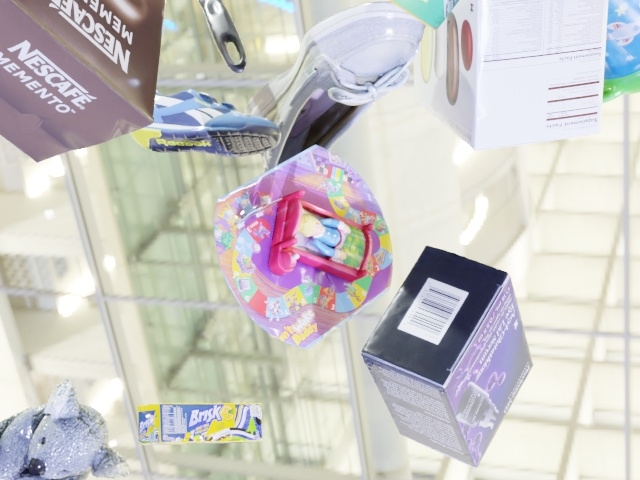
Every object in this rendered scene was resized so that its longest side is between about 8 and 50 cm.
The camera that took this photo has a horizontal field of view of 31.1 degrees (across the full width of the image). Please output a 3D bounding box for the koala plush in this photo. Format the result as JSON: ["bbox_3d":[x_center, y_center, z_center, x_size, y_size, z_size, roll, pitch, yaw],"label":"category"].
[{"bbox_3d":[-0.390,0.306,1.720,0.221,0.196,0.203,-35,179,43],"label":"koala plush"}]

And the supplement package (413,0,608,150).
[{"bbox_3d":[0.198,-0.230,1.242,0.149,0.203,0.194,-9,-155,-13],"label":"supplement package"}]

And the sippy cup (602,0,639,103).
[{"bbox_3d":[0.362,-0.339,1.434,0.240,0.224,0.305,-25,-142,48],"label":"sippy cup"}]

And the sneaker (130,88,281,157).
[{"bbox_3d":[-0.107,-0.116,1.095,0.144,0.053,0.059,6,-116,6],"label":"sneaker"}]

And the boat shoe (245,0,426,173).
[{"bbox_3d":[0.017,-0.163,1.286,0.118,0.103,0.320,0,160,-34],"label":"boat shoe"}]

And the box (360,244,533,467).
[{"bbox_3d":[0.147,0.132,1.280,0.108,0.207,0.153,20,-115,30],"label":"box"}]

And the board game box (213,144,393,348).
[{"bbox_3d":[0.000,0.000,0.886,0.168,0.133,0.033,-32,-175,-38],"label":"board game box"}]

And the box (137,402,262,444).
[{"bbox_3d":[-0.161,0.248,1.557,0.169,0.054,0.059,8,165,-40],"label":"box"}]

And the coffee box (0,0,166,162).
[{"bbox_3d":[-0.208,-0.234,0.883,0.118,0.168,0.297,-15,-124,26],"label":"coffee box"}]

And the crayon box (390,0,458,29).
[{"bbox_3d":[0.020,-0.292,1.010,0.165,0.081,0.278,43,-166,23],"label":"crayon box"}]

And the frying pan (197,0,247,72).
[{"bbox_3d":[-0.130,-0.341,1.419,0.197,0.053,0.326,-42,-116,-12],"label":"frying pan"}]
